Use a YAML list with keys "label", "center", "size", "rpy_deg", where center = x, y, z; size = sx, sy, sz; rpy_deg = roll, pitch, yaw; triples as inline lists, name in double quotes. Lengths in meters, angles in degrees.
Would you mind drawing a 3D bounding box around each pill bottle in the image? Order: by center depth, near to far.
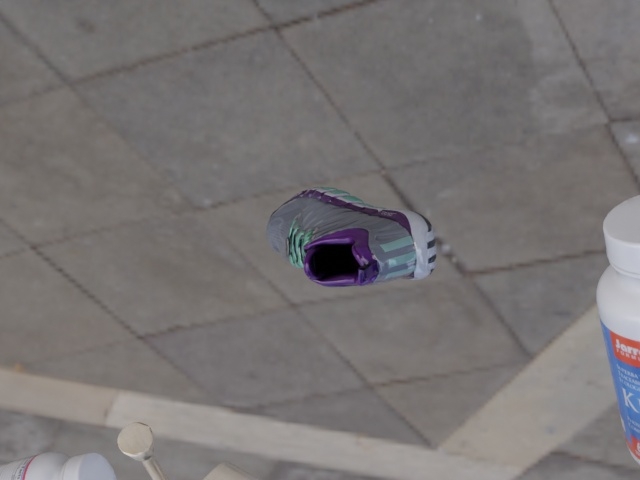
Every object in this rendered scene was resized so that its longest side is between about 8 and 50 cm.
- label: "pill bottle"
  center: [0.292, 0.075, 1.055]
  size: [0.124, 0.124, 0.221]
  rpy_deg: [-8, 118, 21]
- label: "pill bottle"
  center: [-0.277, 0.250, 1.238]
  size: [0.160, 0.087, 0.087]
  rpy_deg: [-16, 144, 21]

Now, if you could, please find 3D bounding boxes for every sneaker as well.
- label: "sneaker"
  center: [0.000, 0.000, 1.188]
  size: [0.098, 0.083, 0.223]
  rpy_deg: [-16, -167, -36]

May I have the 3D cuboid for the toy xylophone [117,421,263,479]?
- label: "toy xylophone"
  center: [-0.060, 0.265, 1.052]
  size: [0.236, 0.081, 0.323]
  rpy_deg: [21, 151, 24]
